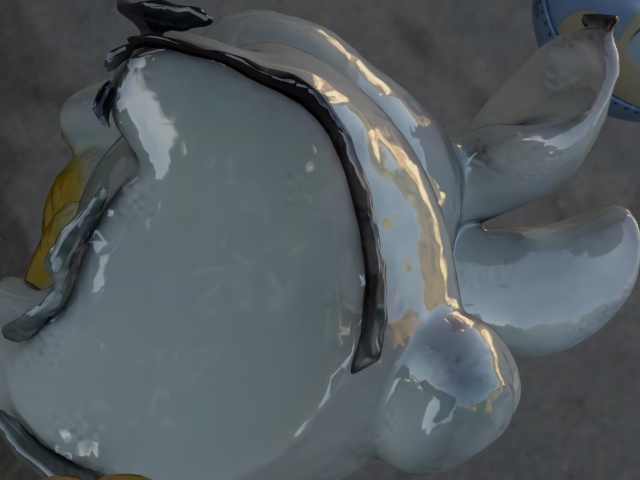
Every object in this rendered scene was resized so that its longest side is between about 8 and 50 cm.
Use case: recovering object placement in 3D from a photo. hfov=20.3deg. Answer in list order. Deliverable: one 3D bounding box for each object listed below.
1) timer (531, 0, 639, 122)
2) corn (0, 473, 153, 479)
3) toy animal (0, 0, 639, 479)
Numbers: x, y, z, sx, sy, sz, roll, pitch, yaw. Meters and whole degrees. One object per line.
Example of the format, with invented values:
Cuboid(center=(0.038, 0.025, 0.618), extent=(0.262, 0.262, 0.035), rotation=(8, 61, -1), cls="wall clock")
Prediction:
Cuboid(center=(0.239, -0.154, 1.153), extent=(0.175, 0.255, 0.175), rotation=(-1, 94, -21), cls="timer")
Cuboid(center=(0.033, 0.118, 0.369), extent=(0.292, 0.101, 0.101), rotation=(29, 47, -30), cls="corn")
Cuboid(center=(-0.006, -0.004, 0.729), extent=(0.310, 0.247, 0.182), rotation=(-20, 112, -73), cls="toy animal")
